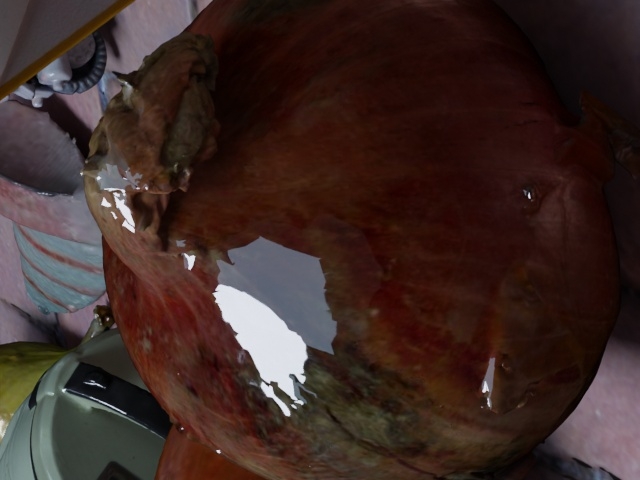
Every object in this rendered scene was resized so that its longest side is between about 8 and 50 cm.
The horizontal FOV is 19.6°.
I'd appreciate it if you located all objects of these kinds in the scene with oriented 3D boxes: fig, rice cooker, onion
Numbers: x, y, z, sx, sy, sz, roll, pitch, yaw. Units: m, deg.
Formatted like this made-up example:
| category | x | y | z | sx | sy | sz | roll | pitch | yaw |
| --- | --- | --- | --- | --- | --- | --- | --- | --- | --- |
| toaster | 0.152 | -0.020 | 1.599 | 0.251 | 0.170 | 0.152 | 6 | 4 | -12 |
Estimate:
| category | x | y | z | sx | sy | sz | roll | pitch | yaw |
| --- | --- | --- | --- | --- | --- | --- | --- | --- | --- |
| fig | -0.277 | 0.160 | 1.837 | 0.160 | 0.143 | 0.231 | 40 | 145 | -17 |
| rice cooker | -0.163 | 0.197 | 1.616 | 0.226 | 0.226 | 0.244 | 60 | 146 | 9 |
| onion | 0.028 | -0.008 | 1.141 | 0.353 | 0.354 | 0.353 | 35 | 137 | 40 |

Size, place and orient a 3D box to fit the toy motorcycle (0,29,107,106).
| category | x | y | z | sx | sy | sz | roll | pitch | yaw |
| --- | --- | --- | --- | --- | --- | --- | --- | --- | --- |
| toy motorcycle | -0.285 | -0.232 | 1.552 | 0.110 | 0.171 | 0.260 | -23 | 89 | 60 |

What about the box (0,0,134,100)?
| category | x | y | z | sx | sy | sz | roll | pitch | yaw |
| --- | --- | --- | --- | --- | --- | --- | --- | --- | --- |
| box | -0.264 | -0.270 | 1.350 | 0.283 | 0.259 | 0.214 | 56 | 153 | -16 |

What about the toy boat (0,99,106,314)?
| category | x | y | z | sx | sy | sz | roll | pitch | yaw |
| --- | --- | --- | --- | --- | --- | --- | --- | --- | --- |
| toy boat | -0.263 | 0.000 | 1.772 | 0.206 | 0.096 | 0.282 | 33 | 148 | 20 |

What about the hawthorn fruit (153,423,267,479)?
| category | x | y | z | sx | sy | sz | roll | pitch | yaw |
| --- | --- | --- | --- | --- | --- | --- | --- | --- | --- |
| hawthorn fruit | 0.004 | 0.240 | 1.338 | 0.295 | 0.295 | 0.311 | -41 | 33 | 58 |
